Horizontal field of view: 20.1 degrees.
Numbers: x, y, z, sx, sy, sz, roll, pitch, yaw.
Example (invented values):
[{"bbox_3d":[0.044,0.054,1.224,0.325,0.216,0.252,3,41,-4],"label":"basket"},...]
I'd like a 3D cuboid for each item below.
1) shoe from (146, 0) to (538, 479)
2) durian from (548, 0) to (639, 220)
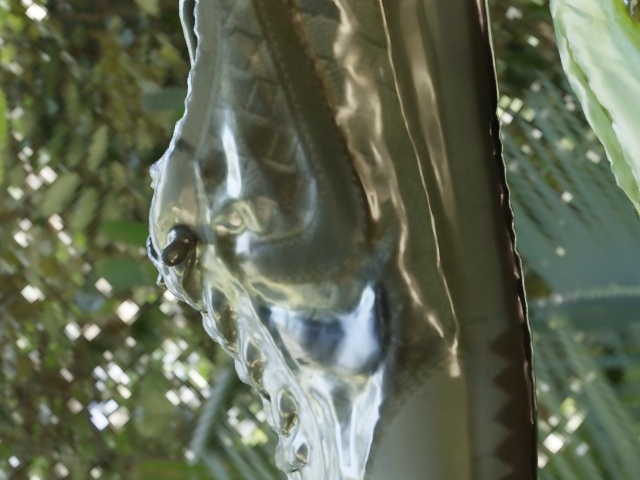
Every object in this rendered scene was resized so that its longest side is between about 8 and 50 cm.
[{"bbox_3d":[0.000,0.000,0.485,0.098,0.275,0.103,-7,-8,0],"label":"shoe"},{"bbox_3d":[0.146,0.008,0.396,0.137,0.221,0.095,-17,-8,-45],"label":"durian"}]
